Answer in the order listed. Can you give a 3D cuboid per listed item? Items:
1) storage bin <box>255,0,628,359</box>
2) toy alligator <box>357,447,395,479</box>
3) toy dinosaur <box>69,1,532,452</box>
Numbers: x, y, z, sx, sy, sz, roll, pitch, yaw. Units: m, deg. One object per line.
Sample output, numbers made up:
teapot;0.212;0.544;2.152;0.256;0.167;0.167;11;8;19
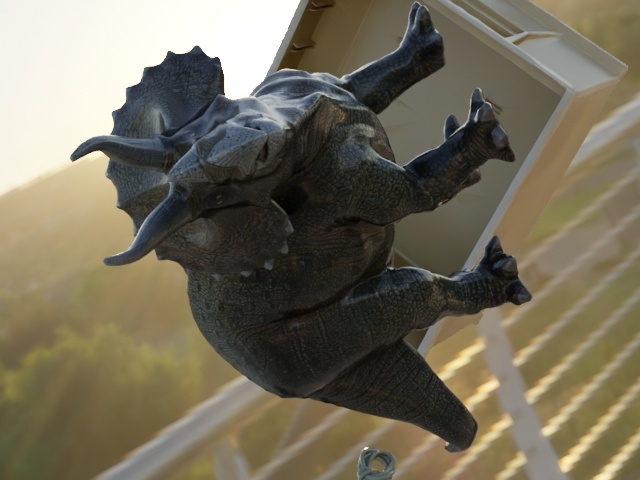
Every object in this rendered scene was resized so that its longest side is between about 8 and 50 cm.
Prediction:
storage bin;0.059;-0.088;1.257;0.123;0.260;0.262;-23;-35;-54
toy alligator;-0.019;0.181;0.901;0.190;0.056;0.051;-33;-29;-47
toy dinosaur;0.000;0.000;0.684;0.160;0.121;0.313;-23;-32;-4
